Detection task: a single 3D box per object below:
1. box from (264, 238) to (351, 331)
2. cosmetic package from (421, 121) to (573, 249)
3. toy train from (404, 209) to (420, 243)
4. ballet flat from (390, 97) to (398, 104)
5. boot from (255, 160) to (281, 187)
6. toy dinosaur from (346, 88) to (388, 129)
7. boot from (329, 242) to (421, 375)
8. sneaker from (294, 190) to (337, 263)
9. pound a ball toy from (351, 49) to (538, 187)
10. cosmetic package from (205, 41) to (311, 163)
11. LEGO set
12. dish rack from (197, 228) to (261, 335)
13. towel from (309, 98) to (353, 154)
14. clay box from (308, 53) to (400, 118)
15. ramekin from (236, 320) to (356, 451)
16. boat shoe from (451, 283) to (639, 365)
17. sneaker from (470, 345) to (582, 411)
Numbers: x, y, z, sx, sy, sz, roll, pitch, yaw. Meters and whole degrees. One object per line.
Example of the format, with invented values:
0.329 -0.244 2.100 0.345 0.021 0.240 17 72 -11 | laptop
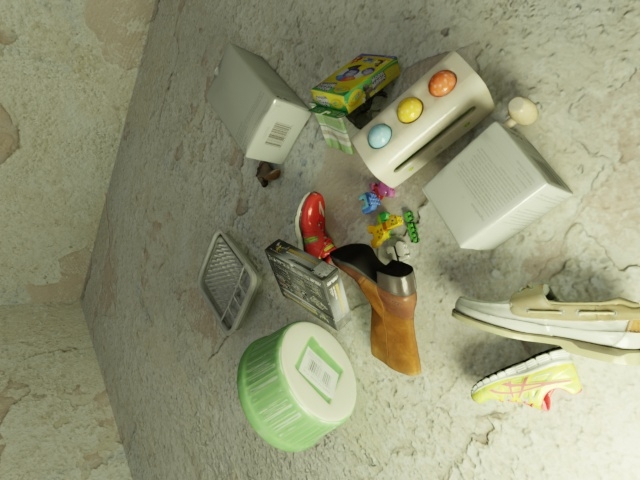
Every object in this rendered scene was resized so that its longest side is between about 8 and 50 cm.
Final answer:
-0.033 0.113 1.075 0.231 0.056 0.183 24 143 41 | box
0.329 -0.093 0.781 0.183 0.151 0.151 -44 58 34 | cosmetic package
0.219 -0.031 0.990 0.023 0.017 0.083 -28 68 52 | toy train
0.206 -0.273 1.000 0.057 0.049 0.173 -26 62 27 | ballet flat
-0.181 -0.239 1.398 0.118 0.042 0.087 -35 62 39 | boot
0.103 -0.349 1.074 0.268 0.064 0.118 40 93 27 | toy dinosaur
0.133 0.159 1.000 0.264 0.096 0.281 17 126 43 | boot
0.000 0.000 1.168 0.118 0.107 0.279 11 106 40 | sneaker
0.239 -0.239 0.850 0.319 0.135 0.208 -38 58 21 | pound a ball toy
-0.219 -0.456 1.370 0.217 0.156 0.385 -54 52 30 | cosmetic package
0.165 -0.054 0.997 0.093 0.087 0.227 -27 70 43 | LEGO set
-0.333 0.147 1.515 0.333 0.072 0.286 45 120 37 | dish rack
0.031 -0.307 1.122 0.023 0.152 0.113 -41 45 -15 | towel
0.077 -0.388 1.029 0.127 0.222 0.053 30 153 43 | clay box
-0.047 0.356 1.054 0.148 0.303 0.303 -39 61 29 | ramekin
0.393 0.129 0.742 0.302 0.113 0.103 8 93 35 | boat shoe
0.377 0.276 0.765 0.208 0.081 0.094 -41 63 37 | sneaker
